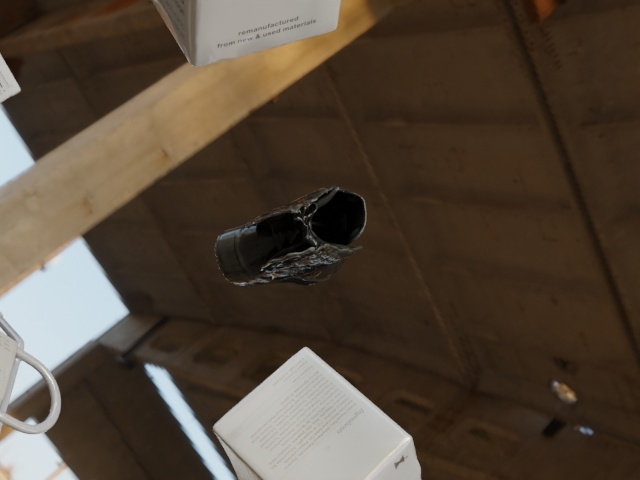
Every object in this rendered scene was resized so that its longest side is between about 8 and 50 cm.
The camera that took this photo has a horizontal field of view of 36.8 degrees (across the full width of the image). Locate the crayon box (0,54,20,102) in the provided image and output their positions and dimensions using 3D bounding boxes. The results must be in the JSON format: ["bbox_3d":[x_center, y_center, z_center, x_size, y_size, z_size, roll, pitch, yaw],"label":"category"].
[{"bbox_3d":[-0.573,-0.295,1.294,0.083,0.203,0.323,-7,-61,36],"label":"crayon box"}]

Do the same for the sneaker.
[{"bbox_3d":[-0.001,-0.003,0.612,0.089,0.170,0.051,-20,-96,32],"label":"sneaker"}]

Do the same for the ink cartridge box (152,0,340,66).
[{"bbox_3d":[-0.091,-0.391,0.815,0.279,0.160,0.385,59,-24,30],"label":"ink cartridge box"}]

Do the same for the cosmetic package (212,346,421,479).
[{"bbox_3d":[0.001,0.258,1.119,0.183,0.151,0.151,37,-23,35],"label":"cosmetic package"}]

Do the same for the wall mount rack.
[{"bbox_3d":[-0.490,0.116,1.212,0.130,0.304,0.350,-30,-54,23],"label":"wall mount rack"}]
